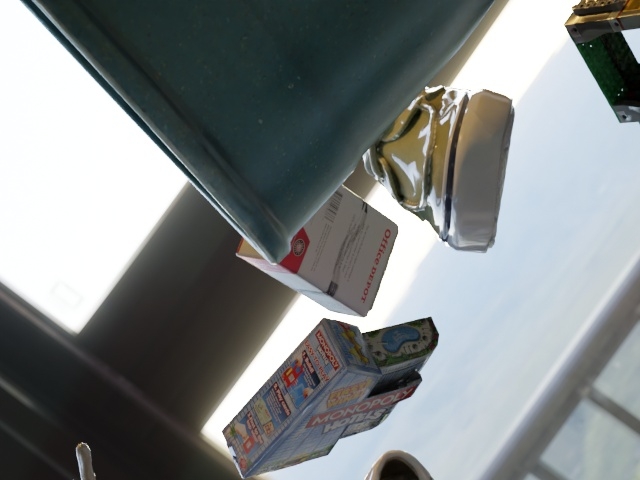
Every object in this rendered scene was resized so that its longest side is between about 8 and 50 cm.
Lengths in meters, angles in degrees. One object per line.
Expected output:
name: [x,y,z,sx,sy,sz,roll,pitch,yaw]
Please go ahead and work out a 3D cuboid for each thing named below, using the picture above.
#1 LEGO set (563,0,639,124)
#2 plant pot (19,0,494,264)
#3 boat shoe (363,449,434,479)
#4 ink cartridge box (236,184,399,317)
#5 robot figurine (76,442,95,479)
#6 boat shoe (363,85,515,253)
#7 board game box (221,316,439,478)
LEGO set: [0.346,-0.137,1.092,0.192,0.331,0.255,0,37,47]
plant pot: [-0.018,-0.174,0.577,0.255,0.271,0.271,-43,-8,-3]
boat shoe: [0.080,0.274,1.036,0.098,0.277,0.096,-19,-28,-6]
ink cartridge box: [0.000,0.000,1.555,0.150,0.063,0.109,34,-110,-41]
robot figurine: [-0.096,0.299,0.891,0.200,0.353,0.300,-11,-16,-29]
boat shoe: [0.075,-0.057,1.050,0.302,0.094,0.109,-81,-1,-82]
board game box: [0.024,0.140,1.472,0.194,0.060,0.194,-12,-30,-30]
